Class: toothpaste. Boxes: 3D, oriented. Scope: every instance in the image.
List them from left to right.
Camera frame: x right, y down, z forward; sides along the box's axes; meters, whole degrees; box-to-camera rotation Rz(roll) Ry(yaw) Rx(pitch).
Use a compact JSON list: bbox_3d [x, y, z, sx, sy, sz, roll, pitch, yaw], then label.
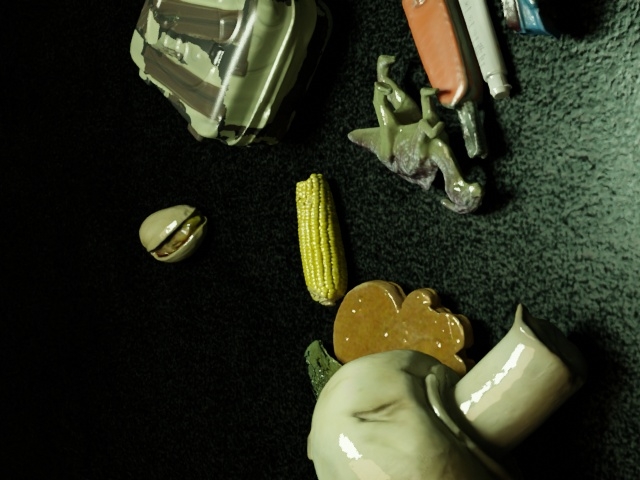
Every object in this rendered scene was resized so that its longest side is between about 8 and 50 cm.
[{"bbox_3d":[0.209,-0.270,1.399,0.048,0.031,0.190,-39,57,50],"label":"toothpaste"}]

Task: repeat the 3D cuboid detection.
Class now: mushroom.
[{"bbox_3d":[0.167,0.236,1.290,0.336,0.314,0.314,-46,53,16],"label":"mushroom"}]

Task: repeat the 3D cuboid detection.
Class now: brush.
[{"bbox_3d":[0.169,-0.251,1.439,0.070,0.051,0.323,-32,63,41],"label":"brush"}]

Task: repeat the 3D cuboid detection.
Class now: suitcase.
[{"bbox_3d":[-0.128,-0.350,1.716,0.351,0.194,0.339,46,120,41],"label":"suitcase"}]

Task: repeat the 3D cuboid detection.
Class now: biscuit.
[{"bbox_3d":[0.116,0.152,1.520,0.289,0.044,0.201,-12,85,52],"label":"biscuit"}]

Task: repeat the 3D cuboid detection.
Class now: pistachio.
[{"bbox_3d":[-0.268,-0.013,1.990,0.149,0.113,0.113,-24,71,35],"label":"pistachio"}]

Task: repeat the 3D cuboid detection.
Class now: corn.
[{"bbox_3d":[0.000,0.000,1.652,0.067,0.067,0.206,-25,70,51],"label":"corn"}]

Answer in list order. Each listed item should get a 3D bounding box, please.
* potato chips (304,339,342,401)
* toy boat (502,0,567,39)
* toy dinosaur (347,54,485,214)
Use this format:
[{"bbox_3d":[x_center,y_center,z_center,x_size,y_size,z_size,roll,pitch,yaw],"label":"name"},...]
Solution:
[{"bbox_3d":[0.011,0.222,1.647,0.209,0.026,0.142,-119,23,-51],"label":"potato chips"},{"bbox_3d":[0.261,-0.349,1.276,0.097,0.100,0.223,-8,84,29],"label":"toy boat"},{"bbox_3d":[0.121,-0.139,1.456,0.294,0.077,0.162,-129,28,-54],"label":"toy dinosaur"}]
